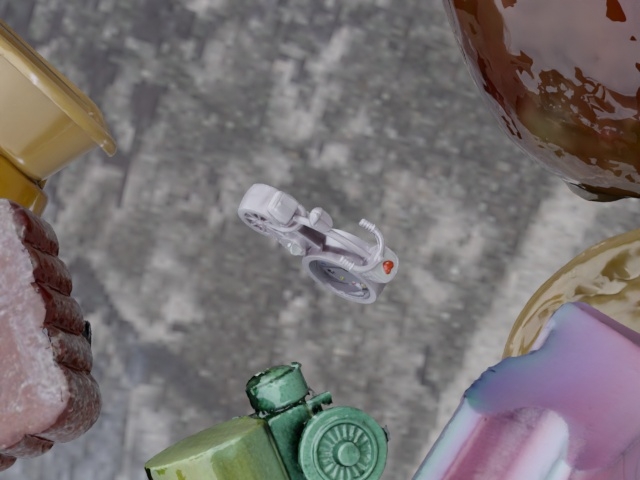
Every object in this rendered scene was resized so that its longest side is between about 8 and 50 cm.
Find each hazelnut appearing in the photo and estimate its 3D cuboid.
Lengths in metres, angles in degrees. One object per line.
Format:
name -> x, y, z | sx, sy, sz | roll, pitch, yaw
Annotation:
hazelnut -> 0.227, -0.222, 1.235 | 0.421, 0.352, 0.421 | 175, 90, -77

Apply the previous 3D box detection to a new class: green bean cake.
green bean cake -> -0.192, 0.058, 1.019 | 0.135, 0.056, 0.136 | -23, 71, 13

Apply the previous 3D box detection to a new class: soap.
soap -> 0.126, 0.182, 1.146 | 0.109, 0.193, 0.324 | 21, 62, 28

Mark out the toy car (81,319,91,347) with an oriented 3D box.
toy car -> -0.336, 0.115, 2.111 | 0.062, 0.165, 0.071 | -141, 55, -60

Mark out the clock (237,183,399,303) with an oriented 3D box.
clock -> 0.000, 0.000, 1.442 | 0.041, 0.129, 0.087 | -60, 17, -21

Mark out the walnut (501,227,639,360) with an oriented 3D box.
walnut -> 0.321, 0.130, 1.762 | 0.333, 0.333, 0.333 | -10, 74, 41

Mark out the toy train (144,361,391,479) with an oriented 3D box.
toy train -> -0.015, 0.250, 1.434 | 0.126, 0.189, 0.307 | -172, 60, -77

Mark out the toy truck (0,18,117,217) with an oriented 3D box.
toy truck -> -0.319, -0.090, 1.674 | 0.211, 0.204, 0.288 | -47, 26, -2
